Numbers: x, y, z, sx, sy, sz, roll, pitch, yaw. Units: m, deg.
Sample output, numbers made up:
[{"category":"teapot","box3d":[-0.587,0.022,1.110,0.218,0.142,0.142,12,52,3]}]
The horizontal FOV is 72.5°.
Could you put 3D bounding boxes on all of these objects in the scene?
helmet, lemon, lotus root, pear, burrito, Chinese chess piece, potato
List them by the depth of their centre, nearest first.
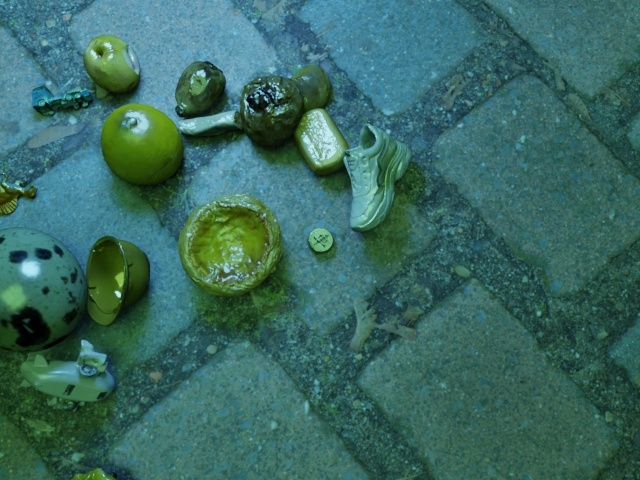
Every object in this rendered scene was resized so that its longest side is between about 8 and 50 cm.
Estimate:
[{"category":"helmet","box3d":[-0.575,0.111,1.282,0.205,0.140,0.257,15,100,32]},{"category":"lemon","box3d":[-0.545,-0.298,1.326,0.240,0.219,0.241,1,74,-4]},{"category":"Chinese chess piece","box3d":[0.000,0.000,1.388,0.084,0.034,0.084,1,78,-4]},{"category":"pear","box3d":[-0.668,-0.568,1.399,0.177,0.178,0.178,1,79,-3]},{"category":"lotus root","box3d":[-0.401,-0.489,1.419,0.138,0.138,0.214,37,80,4]},{"category":"burrito","box3d":[-0.353,-0.376,1.423,0.225,0.087,0.060,-9,85,-2]},{"category":"potato","box3d":[-0.053,-0.507,1.465,0.164,0.081,0.200,35,77,5]}]

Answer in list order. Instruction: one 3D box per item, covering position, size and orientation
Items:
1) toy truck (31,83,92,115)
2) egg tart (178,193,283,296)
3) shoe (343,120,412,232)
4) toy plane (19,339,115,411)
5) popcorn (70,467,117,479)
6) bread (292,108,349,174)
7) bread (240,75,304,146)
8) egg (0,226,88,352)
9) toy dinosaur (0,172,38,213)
[{"category":"toy truck","box3d":[-0.840,-0.469,1.420,0.175,0.067,0.081,-16,79,-6]},{"category":"egg tart","box3d":[-0.266,0.014,1.326,0.318,0.128,0.319,1,80,-5]},{"category":"shoe","box3d":[0.138,-0.202,1.349,0.210,0.132,0.342,34,72,-29]},{"category":"toy plane","box3d":[-0.698,0.378,1.215,0.244,0.117,0.245,-9,122,-15]},{"category":"popcorn","box3d":[-0.607,0.723,1.132,0.249,0.225,0.249,0,96,3]},{"category":"bread","box3d":[0.001,-0.316,1.418,0.147,0.098,0.217,-25,76,-1]},{"category":"bread","box3d":[-0.165,-0.416,1.380,0.230,0.123,0.230,-5,81,33]},{"category":"egg","box3d":[-0.801,0.126,1.190,0.287,0.288,0.379,-25,57,-8]},{"category":"toy dinosaur","box3d":[-1.003,-0.130,1.361,0.142,0.057,0.212,42,91,-14]}]
